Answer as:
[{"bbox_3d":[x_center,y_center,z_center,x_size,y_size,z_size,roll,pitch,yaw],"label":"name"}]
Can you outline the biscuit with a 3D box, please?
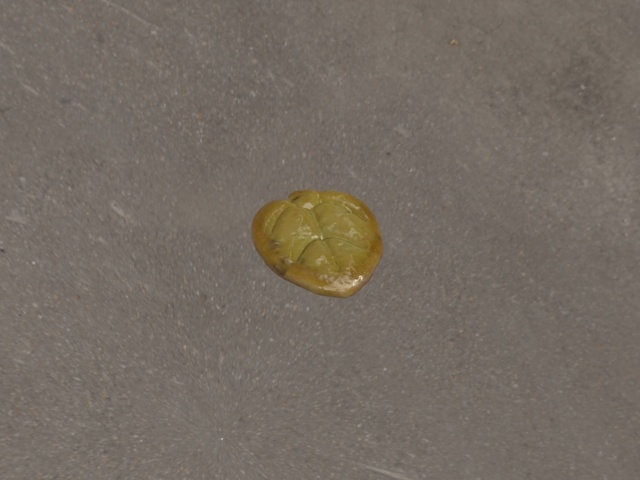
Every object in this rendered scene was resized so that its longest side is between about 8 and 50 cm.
[{"bbox_3d":[0.001,-0.005,0.911,0.202,0.041,0.260,-5,37,-14],"label":"biscuit"}]
